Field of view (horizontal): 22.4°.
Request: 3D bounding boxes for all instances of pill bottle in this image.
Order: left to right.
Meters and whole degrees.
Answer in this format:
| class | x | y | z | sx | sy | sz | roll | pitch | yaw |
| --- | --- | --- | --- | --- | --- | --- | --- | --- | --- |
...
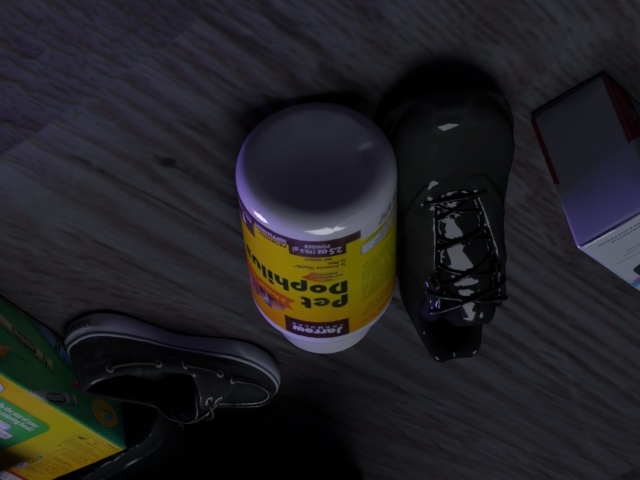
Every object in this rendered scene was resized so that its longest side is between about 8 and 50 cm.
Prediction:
| class | x | y | z | sx | sy | sz | roll | pitch | yaw |
| --- | --- | --- | --- | --- | --- | --- | --- | --- | --- |
| pill bottle | 0.000 | 0.000 | 1.230 | 0.117 | 0.117 | 0.215 | -10 | 148 | -4 |

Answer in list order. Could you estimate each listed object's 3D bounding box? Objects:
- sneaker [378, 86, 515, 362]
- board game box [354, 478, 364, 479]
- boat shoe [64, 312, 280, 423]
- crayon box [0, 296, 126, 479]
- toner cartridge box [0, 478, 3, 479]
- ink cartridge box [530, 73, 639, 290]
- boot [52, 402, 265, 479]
| class | x | y | z | sx | sy | sz | roll | pitch | yaw |
| --- | --- | --- | --- | --- | --- | --- | --- | --- | --- |
| sneaker | 0.107 | -0.008 | 1.247 | 0.109 | 0.130 | 0.286 | -10 | 147 | 0 |
| board game box | -0.081 | 0.470 | 1.590 | 0.356 | 0.356 | 0.356 | -11 | -178 | -3 |
| boat shoe | -0.123 | 0.126 | 1.422 | 0.080 | 0.076 | 0.228 | -34 | 142 | 30 |
| crayon box | -0.305 | 0.127 | 1.355 | 0.165 | 0.081 | 0.278 | -23 | 147 | 15 |
| toner cartridge box | -0.413 | 0.292 | 1.398 | 0.347 | 0.165 | 0.075 | -4 | 154 | 27 |
| ink cartridge box | 0.251 | -0.033 | 1.261 | 0.072 | 0.127 | 0.175 | -32 | 144 | 24 |
| boot | -0.197 | 0.245 | 1.565 | 0.246 | 0.094 | 0.207 | -29 | 141 | 14 |
